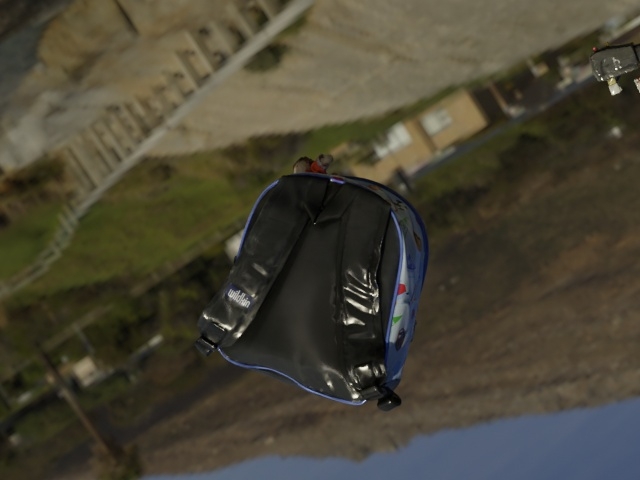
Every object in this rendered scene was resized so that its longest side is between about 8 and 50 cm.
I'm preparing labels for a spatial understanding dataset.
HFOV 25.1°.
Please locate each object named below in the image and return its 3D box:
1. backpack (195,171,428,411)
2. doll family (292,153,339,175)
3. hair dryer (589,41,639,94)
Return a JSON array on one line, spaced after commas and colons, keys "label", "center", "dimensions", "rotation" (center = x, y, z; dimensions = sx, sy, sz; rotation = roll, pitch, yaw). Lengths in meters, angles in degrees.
[{"label": "backpack", "center": [0.016, 0.047, 1.796], "dimensions": [0.213, 0.276, 0.263], "rotation": [-23, 128, -69]}, {"label": "doll family", "center": [0.000, 0.000, 2.019], "dimensions": [0.163, 0.118, 0.263], "rotation": [52, -53, 52]}, {"label": "hair dryer", "center": [0.430, -0.170, 1.444], "dimensions": [0.293, 0.224, 0.080], "rotation": [-28, -155, 13]}]
